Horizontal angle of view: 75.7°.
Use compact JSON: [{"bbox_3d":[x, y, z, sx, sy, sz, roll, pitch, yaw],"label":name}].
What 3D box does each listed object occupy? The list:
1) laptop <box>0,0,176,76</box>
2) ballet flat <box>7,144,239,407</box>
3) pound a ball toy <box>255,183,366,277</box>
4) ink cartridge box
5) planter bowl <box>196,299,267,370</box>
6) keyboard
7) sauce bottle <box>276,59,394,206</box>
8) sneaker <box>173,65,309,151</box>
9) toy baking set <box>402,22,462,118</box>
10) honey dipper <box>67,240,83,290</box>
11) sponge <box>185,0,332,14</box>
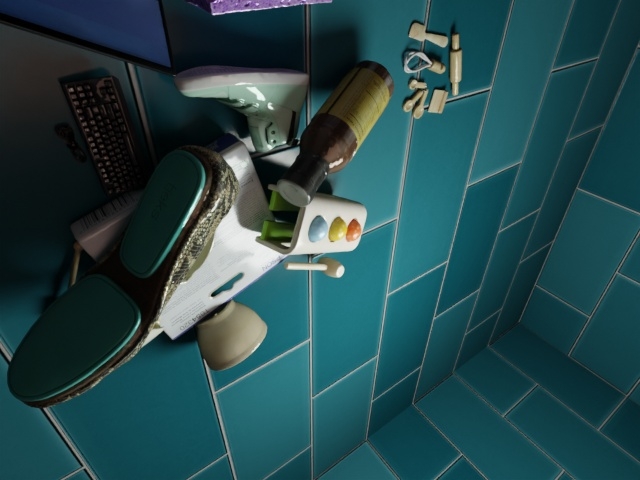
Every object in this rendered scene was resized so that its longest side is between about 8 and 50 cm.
[{"bbox_3d":[-0.270,-0.369,0.472,0.234,0.136,0.265,2,118,-44],"label":"laptop"},{"bbox_3d":[-0.288,0.068,0.684,0.483,0.164,0.182,-53,162,2],"label":"ballet flat"},{"bbox_3d":[0.000,0.000,0.939,0.319,0.135,0.209,1,107,-58],"label":"pound a ball toy"},{"bbox_3d":[-0.246,0.004,0.830,0.324,0.071,0.330,-36,141,-18],"label":"ink cartridge box"},{"bbox_3d":[-0.220,0.201,0.951,0.162,0.162,0.109,-36,111,-16],"label":"planter bowl"},{"bbox_3d":[-0.342,-0.154,0.638,0.108,0.023,0.180,-13,124,-13],"label":"keyboard"},{"bbox_3d":[0.030,-0.212,0.804,0.345,0.111,0.111,-56,144,-26],"label":"sauce bottle"},{"bbox_3d":[-0.131,-0.227,0.736,0.255,0.094,0.151,-14,124,-37],"label":"sneaker"},{"bbox_3d":[0.282,-0.420,1.023,0.196,0.030,0.256,-33,137,-20],"label":"toy baking set"},{"bbox_3d":[-0.441,0.073,0.734,0.030,0.030,0.161,6,112,-45],"label":"honey dipper"},{"bbox_3d":[-0.097,-0.384,0.635,0.210,0.117,0.031,-24,135,-28],"label":"sponge"}]
